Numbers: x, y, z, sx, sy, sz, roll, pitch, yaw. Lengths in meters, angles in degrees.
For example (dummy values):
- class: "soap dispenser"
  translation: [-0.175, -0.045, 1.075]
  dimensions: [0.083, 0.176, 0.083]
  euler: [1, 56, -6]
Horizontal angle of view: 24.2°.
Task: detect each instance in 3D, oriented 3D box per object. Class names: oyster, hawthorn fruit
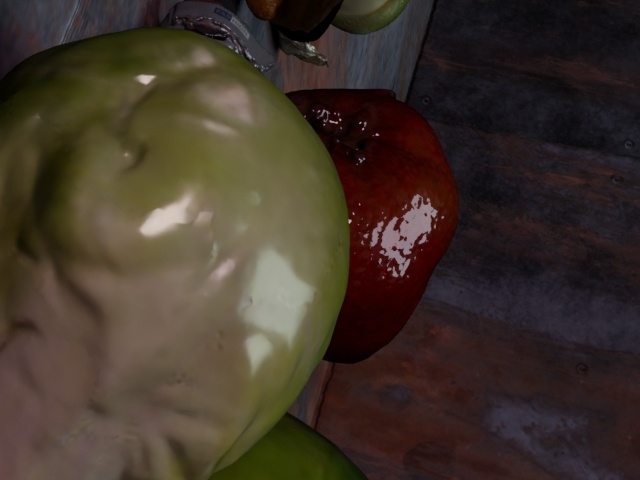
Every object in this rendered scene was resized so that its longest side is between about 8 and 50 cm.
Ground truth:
- class: "oyster"
  translation: [-0.033, -0.269, 1.640]
  dimensions: [0.106, 0.061, 0.200]
  euler: [-41, 145, -46]
- class: "hawthorn fruit"
  translation: [0.000, 0.000, 1.516]
  dimensions: [0.307, 0.265, 0.265]
  euler: [103, 5, -45]

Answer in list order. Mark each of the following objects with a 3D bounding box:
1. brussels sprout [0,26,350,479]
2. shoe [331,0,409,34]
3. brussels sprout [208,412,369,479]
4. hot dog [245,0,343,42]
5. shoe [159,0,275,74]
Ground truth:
- class: "brussels sprout"
  translation: [-0.112, 0.016, 0.865]
  dimensions: [0.273, 0.243, 0.316]
  euler: [-51, -174, 41]
- class: "shoe"
  translation: [0.038, -0.345, 1.517]
  dimensions: [0.140, 0.128, 0.262]
  euler: [58, -46, 49]
- class: "brussels sprout"
  translation: [-0.085, 0.256, 1.097]
  dimensions: [0.344, 0.344, 0.268]
  euler: [88, 25, -63]
- class: "hot dog"
  translation: [-0.006, -0.333, 1.345]
  dimensions: [0.194, 0.107, 0.326]
  euler: [50, -55, 60]
- class: "shoe"
  translation: [-0.089, -0.143, 1.174]
  dimensions: [0.227, 0.099, 0.125]
  euler: [-40, 151, -86]
